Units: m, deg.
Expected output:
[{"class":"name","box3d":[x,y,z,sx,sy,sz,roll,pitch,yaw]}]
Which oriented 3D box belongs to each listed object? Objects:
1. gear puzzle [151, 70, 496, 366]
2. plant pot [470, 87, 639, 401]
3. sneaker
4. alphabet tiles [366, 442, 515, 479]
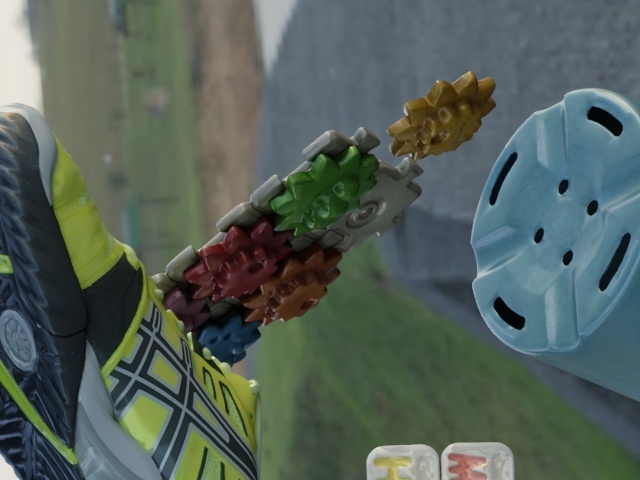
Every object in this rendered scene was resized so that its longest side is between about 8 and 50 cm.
[{"class":"gear puzzle","box3d":[0.000,0.000,1.350,0.044,0.339,0.175,57,-166,26]},{"class":"plant pot","box3d":[0.346,0.023,1.783,0.341,0.334,0.341,-30,52,48]},{"class":"sneaker","box3d":[-0.126,0.093,1.168,0.145,0.147,0.385,-4,108,52]},{"class":"alphabet tiles","box3d":[0.115,0.316,1.711,0.021,0.278,0.284,84,-175,-59]}]
